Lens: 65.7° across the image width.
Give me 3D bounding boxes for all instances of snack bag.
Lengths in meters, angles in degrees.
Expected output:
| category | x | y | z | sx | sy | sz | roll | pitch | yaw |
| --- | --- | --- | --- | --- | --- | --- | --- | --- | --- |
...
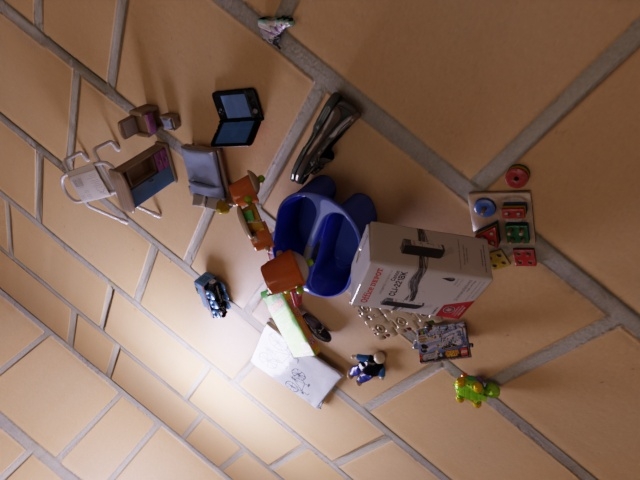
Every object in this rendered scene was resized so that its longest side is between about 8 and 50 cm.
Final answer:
| category | x | y | z | sx | sy | sz | roll | pitch | yaw |
| --- | --- | --- | --- | --- | --- | --- | --- | --- | --- |
| snack bag | -0.093 | 0.463 | 1.835 | 0.342 | 0.037 | 0.323 | 33 | 137 | 8 |

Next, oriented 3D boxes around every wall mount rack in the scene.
| category | x | y | z | sx | sy | sz | roll | pitch | yaw |
| --- | --- | --- | --- | --- | --- | --- | --- | --- | --- |
| wall mount rack | -0.719 | -0.173 | 1.692 | 0.350 | 0.130 | 0.304 | -5 | 117 | 37 |

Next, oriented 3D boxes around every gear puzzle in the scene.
| category | x | y | z | sx | sy | sz | roll | pitch | yaw |
| --- | --- | --- | --- | --- | --- | --- | --- | --- | --- |
| gear puzzle | 0.243 | 0.167 | 1.371 | 0.339 | 0.044 | 0.175 | -29 | 104 | 42 |

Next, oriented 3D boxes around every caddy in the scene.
| category | x | y | z | sx | sy | sz | roll | pitch | yaw |
| --- | --- | --- | --- | --- | --- | --- | --- | --- | --- |
| caddy | 0.000 | 0.000 | 1.297 | 0.241 | 0.179 | 0.341 | 27 | 135 | 13 |

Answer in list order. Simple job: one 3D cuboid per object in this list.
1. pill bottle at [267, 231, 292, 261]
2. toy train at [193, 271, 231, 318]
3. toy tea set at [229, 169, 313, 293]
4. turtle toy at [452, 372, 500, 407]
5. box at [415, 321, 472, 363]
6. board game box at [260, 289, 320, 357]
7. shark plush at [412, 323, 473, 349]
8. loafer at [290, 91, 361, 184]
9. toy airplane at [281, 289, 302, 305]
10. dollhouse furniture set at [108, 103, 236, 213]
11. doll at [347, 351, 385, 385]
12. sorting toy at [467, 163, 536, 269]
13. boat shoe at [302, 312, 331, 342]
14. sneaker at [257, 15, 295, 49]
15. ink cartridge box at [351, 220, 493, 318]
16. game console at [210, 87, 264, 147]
| category | x | y | z | sx | sy | sz | roll | pitch | yaw |
| --- | --- | --- | --- | --- | --- | --- | --- | --- | --- |
| pill bottle | -0.111 | 0.051 | 1.479 | 0.086 | 0.086 | 0.152 | 9 | 128 | 28 |
| toy train | -0.391 | 0.205 | 1.804 | 0.105 | 0.080 | 0.184 | 21 | 136 | 31 |
| toy tea set | -0.115 | -0.018 | 1.228 | 0.124 | 0.200 | 0.336 | -22 | 99 | -4 |
| turtle toy | 0.445 | 0.424 | 1.417 | 0.130 | 0.066 | 0.095 | 11 | 129 | 27 |
| box | 0.331 | 0.277 | 1.338 | 0.137 | 0.094 | 0.027 | -14 | 152 | 25 |
| board game box | -0.104 | 0.271 | 1.652 | 0.124 | 0.039 | 0.259 | -20 | 102 | 49 |
| shark plush | 0.342 | 0.289 | 1.377 | 0.161 | 0.067 | 0.073 | 11 | 129 | 27 |
| loafer | 0.007 | -0.221 | 1.180 | 0.084 | 0.096 | 0.267 | 32 | 134 | 0 |
| toy airplane | -0.051 | 0.128 | 1.489 | 0.028 | 0.151 | 0.151 | -121 | 21 | -49 |
| dollhouse furniture set | -0.415 | -0.200 | 1.403 | 0.303 | 0.198 | 0.286 | 15 | 131 | 24 |
| doll | 0.152 | 0.414 | 1.622 | 0.129 | 0.046 | 0.189 | 39 | 137 | 0 |
| sorting toy | 0.398 | -0.033 | 1.096 | 0.132 | 0.046 | 0.274 | 2 | 125 | 33 |
| boat shoe | -0.011 | 0.287 | 1.633 | 0.125 | 0.046 | 0.038 | 42 | 142 | 10 |
| sneaker | -0.092 | -0.457 | 1.096 | 0.098 | 0.038 | 0.069 | 18 | 135 | 34 |
| ink cartridge box | 0.219 | 0.073 | 1.134 | 0.273 | 0.114 | 0.197 | 9 | 144 | -5 |
| game console | -0.226 | -0.313 | 1.265 | 0.144 | 0.085 | 0.124 | 5 | 127 | 31 |
